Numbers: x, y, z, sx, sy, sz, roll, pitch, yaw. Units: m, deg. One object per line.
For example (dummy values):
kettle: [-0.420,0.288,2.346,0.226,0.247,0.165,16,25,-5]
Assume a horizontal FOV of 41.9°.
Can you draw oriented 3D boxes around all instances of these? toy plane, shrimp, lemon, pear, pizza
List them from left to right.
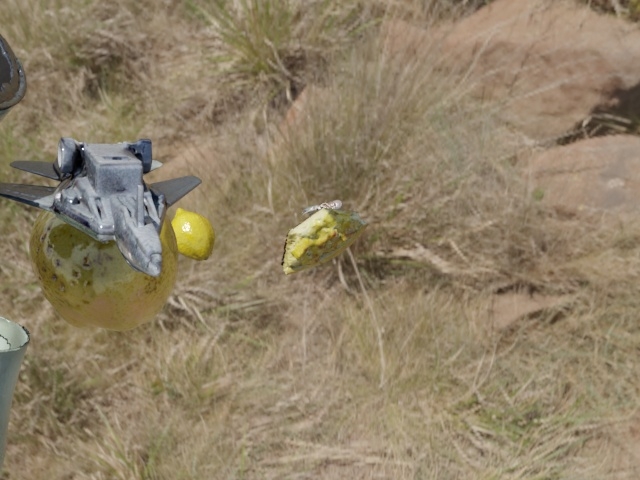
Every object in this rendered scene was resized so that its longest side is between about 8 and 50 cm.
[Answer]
pear: [-0.247,0.024,0.973,0.178,0.178,0.178,-2,55,2]
toy plane: [-0.171,-0.036,0.702,0.212,0.088,0.267,-3,15,-25]
lemon: [-0.192,-0.010,1.244,0.065,0.065,0.092,-26,76,-14]
pizza: [0.000,0.001,1.333,0.160,0.099,0.035,-33,52,6]
shrimp: [0.007,-0.065,1.843,0.092,0.038,0.029,-10,59,14]

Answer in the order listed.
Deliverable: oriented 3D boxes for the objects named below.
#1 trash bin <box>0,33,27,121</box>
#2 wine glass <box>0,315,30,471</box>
trash bin: [-0.420,-0.101,0.710,0.262,0.217,0.277,-43,38,18]
wine glass: [-0.331,0.182,0.746,0.103,0.103,0.230,23,100,19]
